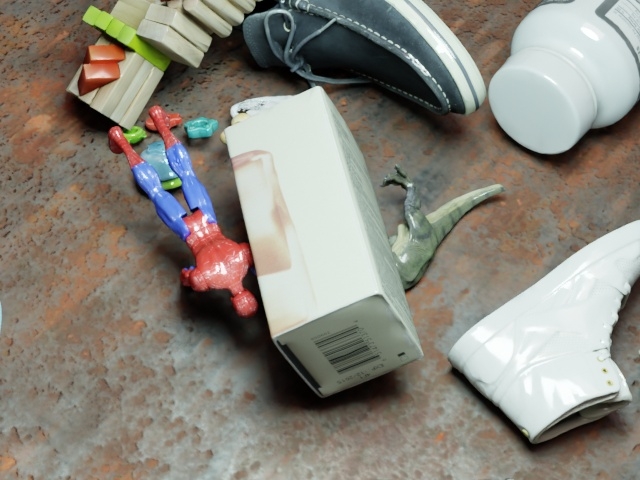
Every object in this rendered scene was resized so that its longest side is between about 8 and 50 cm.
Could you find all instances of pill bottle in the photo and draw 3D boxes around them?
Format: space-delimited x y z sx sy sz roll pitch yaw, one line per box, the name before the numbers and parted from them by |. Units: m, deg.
pill bottle | 0.351 -0.252 1.908 0.176 0.176 0.318 35 57 17

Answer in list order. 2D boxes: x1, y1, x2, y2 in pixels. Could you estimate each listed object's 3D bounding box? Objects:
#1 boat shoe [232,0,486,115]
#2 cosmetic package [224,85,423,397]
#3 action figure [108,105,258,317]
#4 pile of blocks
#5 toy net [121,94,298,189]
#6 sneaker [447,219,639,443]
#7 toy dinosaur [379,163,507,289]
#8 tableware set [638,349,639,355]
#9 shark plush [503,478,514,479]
boat shoe | -0.015 -0.272 1.873 0.500 0.187 0.156 33 76 22
cosmetic package | 0.000 0.000 1.652 0.129 0.153 0.296 -23 50 11
action figure | -0.136 -0.007 1.711 0.091 0.139 0.280 -29 59 -7
pile of blocks | -0.176 -0.286 1.777 0.362 0.112 0.149 -37 61 11
toy net | -0.131 -0.130 1.843 0.232 0.045 0.122 -21 30 -24
sneaker | 0.306 0.110 1.693 0.292 0.108 0.169 -35 67 -17
toy dinosaur | 0.100 -0.015 1.777 0.118 0.064 0.268 42 58 4
tableware set | 0.456 0.162 1.705 0.194 0.039 0.128 -1 76 -2
shark plush | 0.128 0.291 1.553 0.161 0.067 0.073 -12 57 -16
